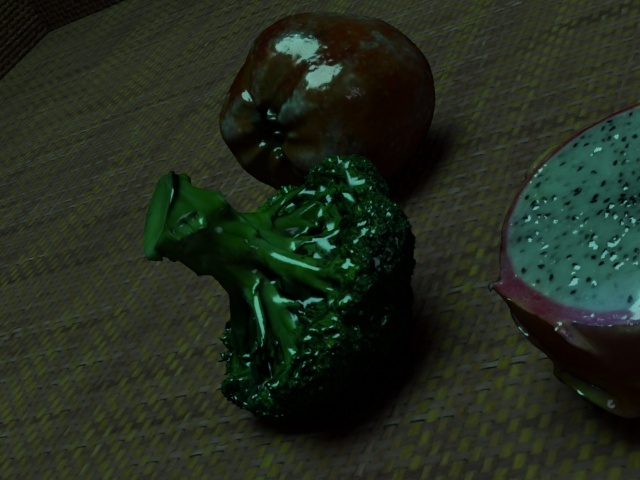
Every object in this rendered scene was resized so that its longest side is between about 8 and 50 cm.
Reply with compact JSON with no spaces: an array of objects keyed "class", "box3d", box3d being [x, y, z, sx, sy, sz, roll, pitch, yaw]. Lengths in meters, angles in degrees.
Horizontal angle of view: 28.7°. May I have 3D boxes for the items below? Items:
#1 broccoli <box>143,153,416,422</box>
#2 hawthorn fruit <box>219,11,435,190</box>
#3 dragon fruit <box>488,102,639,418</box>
[{"class":"broccoli","box3d":[-0.045,0.044,1.305,0.297,0.297,0.298,-52,28,41]},{"class":"hawthorn fruit","box3d":[0.013,-0.172,1.662,0.284,0.284,0.284,-25,26,13]},{"class":"dragon fruit","box3d":[0.299,0.031,1.066,0.290,0.189,0.291,-27,32,19]}]
